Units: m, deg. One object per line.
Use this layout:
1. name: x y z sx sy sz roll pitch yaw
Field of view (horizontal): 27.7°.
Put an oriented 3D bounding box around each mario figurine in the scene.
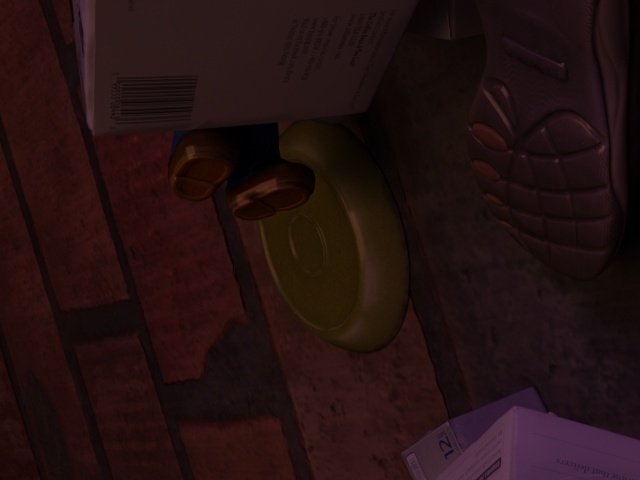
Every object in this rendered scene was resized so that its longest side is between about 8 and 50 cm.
1. mario figurine: -0.065 -0.193 1.135 0.198 0.170 0.320 62 -160 -63

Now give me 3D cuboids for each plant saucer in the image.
1. plant saucer: 0.000 0.000 1.267 0.241 0.037 0.241 33 131 47

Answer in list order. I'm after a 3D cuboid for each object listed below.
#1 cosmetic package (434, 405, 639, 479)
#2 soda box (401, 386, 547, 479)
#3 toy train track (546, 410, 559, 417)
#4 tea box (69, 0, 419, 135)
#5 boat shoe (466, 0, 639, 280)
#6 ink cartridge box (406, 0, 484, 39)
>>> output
1. cosmetic package: 0.189 0.253 0.812 0.138 0.224 0.224 122 160 -53
2. soda box: 0.180 0.271 1.044 0.286 0.098 0.091 64 147 15
3. toy train track: 0.207 0.171 1.029 0.083 0.014 0.048 60 -172 6
4. tea box: -0.065 -0.286 0.845 0.329 0.220 0.323 116 146 -67
5. boat shoe: 0.180 -0.113 0.833 0.132 0.130 0.355 39 155 33
6. ink cartridge box: 0.092 -0.187 0.971 0.122 0.088 0.052 23 123 53
